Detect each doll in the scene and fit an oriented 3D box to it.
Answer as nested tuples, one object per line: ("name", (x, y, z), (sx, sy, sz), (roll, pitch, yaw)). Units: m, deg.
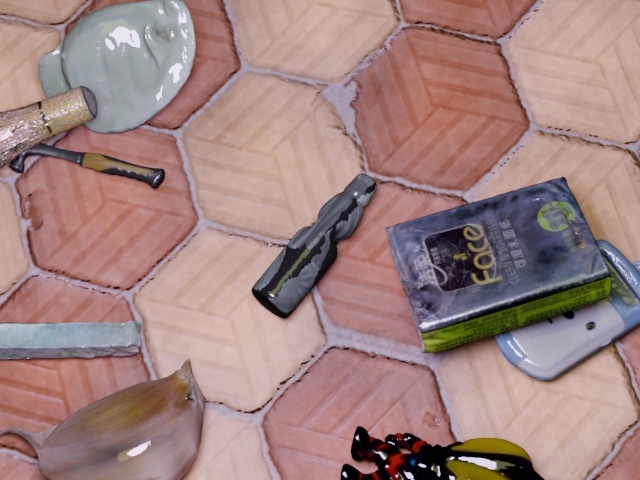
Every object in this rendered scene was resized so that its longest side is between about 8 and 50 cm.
("doll", (0.151, 0.273, 1.727), (0.249, 0.088, 0.127), (11, 69, 11))

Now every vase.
("vase", (0.000, 0.000, 1.859), (0.060, 0.060, 0.211), (35, 75, 15))

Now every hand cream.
("hand cream", (-0.379, -0.144, 1.906), (0.203, 0.084, 0.084), (-23, 68, 3))

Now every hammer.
("hammer", (-0.297, -0.106, 1.940), (0.201, 0.021, 0.078), (13, 69, 8))

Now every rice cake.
("rice cake", (-0.323, 0.123, 1.841), (0.211, 0.034, 0.043), (-1, 59, 3))

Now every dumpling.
("dumpling", (-0.259, -0.236, 1.958), (0.219, 0.152, 0.108), (-22, 29, 10))

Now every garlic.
("garlic", (-0.258, 0.247, 1.761), (0.267, 0.148, 0.128), (-12, 104, -6))

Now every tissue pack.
("tissue pack", (0.211, 0.027, 1.803), (0.236, 0.073, 0.173), (-16, 49, 1))

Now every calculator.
("calculator", (0.308, 0.083, 1.821), (0.210, 0.039, 0.121), (-30, 70, -9))
